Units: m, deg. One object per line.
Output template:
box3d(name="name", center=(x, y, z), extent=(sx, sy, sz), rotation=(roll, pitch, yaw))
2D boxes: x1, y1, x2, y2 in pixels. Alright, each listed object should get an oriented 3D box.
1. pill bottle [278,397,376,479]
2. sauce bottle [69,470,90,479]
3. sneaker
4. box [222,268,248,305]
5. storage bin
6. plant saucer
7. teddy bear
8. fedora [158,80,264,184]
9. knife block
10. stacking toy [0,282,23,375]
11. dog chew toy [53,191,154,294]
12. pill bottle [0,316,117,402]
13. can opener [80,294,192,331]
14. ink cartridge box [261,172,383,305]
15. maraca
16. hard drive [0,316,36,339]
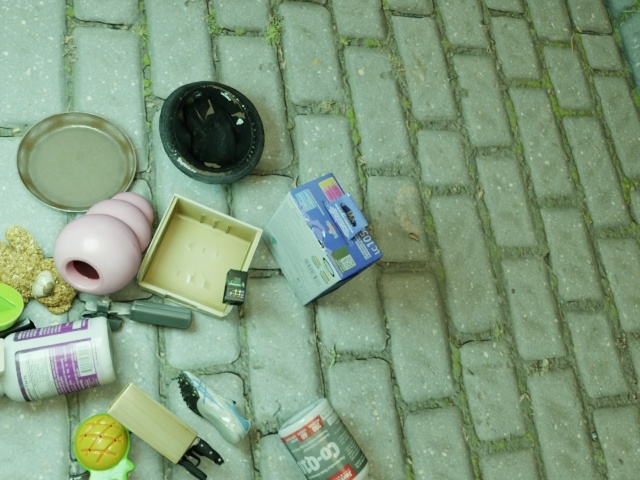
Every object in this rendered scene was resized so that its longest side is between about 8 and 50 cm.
box3d(name="pill bottle", center=(0.028, 0.578, 1.489), extent=(0.161, 0.161, 0.283), rotation=(-32, 84, -24))
box3d(name="sauce bottle", center=(-0.542, 0.572, 1.374), extent=(0.128, 0.042, 0.042), rotation=(-5, 74, -21))
box3d(name="sneaker", center=(-0.282, 0.432, 1.492), extent=(0.237, 0.085, 0.086), rotation=(44, 39, 4))
box3d(name="box", center=(-0.224, 0.124, 1.482), extent=(0.052, 0.062, 0.083), rotation=(10, 70, -16))
box3d(name="storage bin", center=(-0.337, 0.050, 1.572), extent=(0.262, 0.123, 0.260), rotation=(23, 66, -10))
box3d(name="plant saucer", center=(-0.683, -0.218, 1.592), extent=(0.311, 0.050, 0.310), rotation=(5, 71, -16))
box3d(name="teddy bear", center=(-0.790, 0.079, 1.424), extent=(0.338, 0.113, 0.245), rotation=(34, 68, -4))
box3d(name="fedora", center=(-0.326, -0.299, 1.676), extent=(0.334, 0.152, 0.333), rotation=(6, 71, -16))
box3d(name="knife block", center=(-0.360, 0.474, 1.364), extent=(0.242, 0.275, 0.088), rotation=(24, 62, 24))
box3d(name="stacking toy", center=(-0.844, 0.218, 1.274), extent=(0.280, 0.130, 0.308), rotation=(12, 41, -26))
box3d(name="dog chew toy", center=(-0.540, -0.013, 1.467), extent=(0.207, 0.206, 0.331), rotation=(25, 35, -8))
box3d(name="pill bottle", center=(-0.659, 0.292, 1.359), extent=(0.302, 0.169, 0.169), rotation=(-9, 75, -17))
box3d(name="can opener", center=(-0.488, 0.202, 1.512), extent=(0.281, 0.074, 0.093), rotation=(7, 104, -14))
box3d(name="ink cartridge box", center=(0.000, 0.000, 1.547), extent=(0.151, 0.395, 0.270), rotation=(-28, 83, -24))
box3d(name="maraca", center=(-0.521, 0.506, 1.361), extent=(0.127, 0.099, 0.185), rotation=(-18, 60, -23))
box3d(name="hard drive", center=(-0.776, 0.232, 1.384), extent=(0.135, 0.094, 0.022), rotation=(-23, 81, -23))
